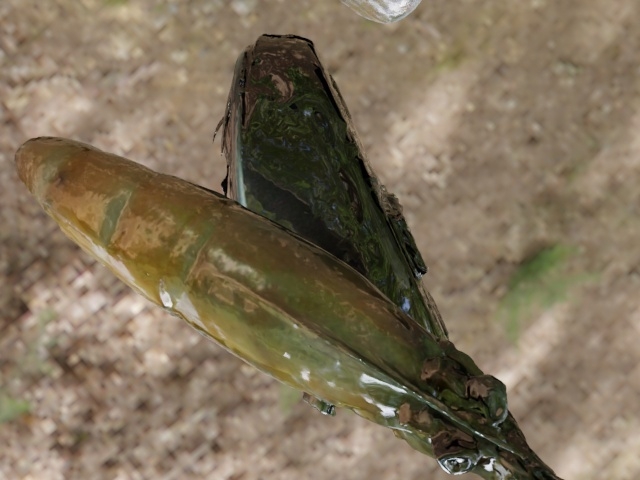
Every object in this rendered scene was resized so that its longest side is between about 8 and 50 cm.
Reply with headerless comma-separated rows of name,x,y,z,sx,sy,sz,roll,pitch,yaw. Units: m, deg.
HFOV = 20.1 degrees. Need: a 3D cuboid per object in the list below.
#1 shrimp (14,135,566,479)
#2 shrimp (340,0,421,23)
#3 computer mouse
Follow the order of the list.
shrimp,0.004,0.034,0.701,0.051,0.262,0.198,-61,154,0
shrimp,0.004,-0.337,1.549,0.116,0.343,0.145,-19,163,-17
computer mouse,0.000,0.000,1.005,0.096,0.233,0.137,-26,174,-1
